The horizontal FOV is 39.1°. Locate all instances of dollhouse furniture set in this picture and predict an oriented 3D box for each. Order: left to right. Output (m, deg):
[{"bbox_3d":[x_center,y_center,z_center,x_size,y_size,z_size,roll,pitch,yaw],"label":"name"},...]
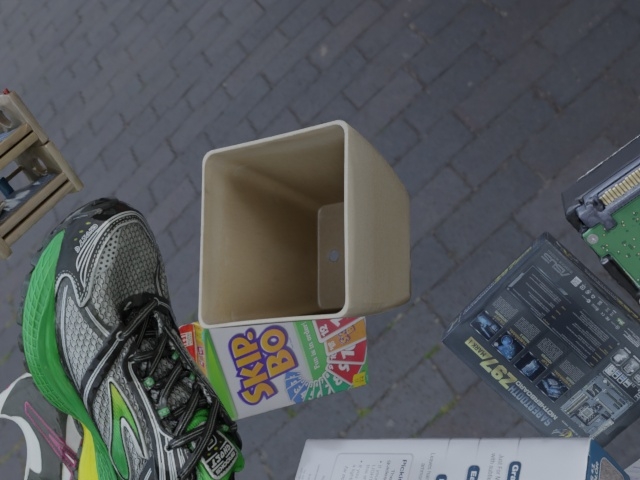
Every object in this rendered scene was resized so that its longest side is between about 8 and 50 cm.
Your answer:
[{"bbox_3d":[-0.382,-0.057,0.958,0.184,0.129,0.129,-10,31,39],"label":"dollhouse furniture set"}]

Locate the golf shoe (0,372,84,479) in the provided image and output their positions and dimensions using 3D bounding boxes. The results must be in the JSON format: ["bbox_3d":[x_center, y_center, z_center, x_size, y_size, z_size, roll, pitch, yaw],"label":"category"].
[{"bbox_3d":[-0.236,0.251,0.940,0.120,0.272,0.105,-25,-2,-10],"label":"golf shoe"}]

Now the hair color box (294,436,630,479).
[{"bbox_3d":[0.122,0.298,0.915,0.347,0.105,0.173,-11,50,39],"label":"hair color box"}]

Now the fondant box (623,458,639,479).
[{"bbox_3d":[0.531,0.414,1.276,0.330,0.238,0.096,-19,6,-37],"label":"fondant box"}]

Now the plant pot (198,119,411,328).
[{"bbox_3d":[0.000,0.000,0.547,0.109,0.096,0.108,-9,76,37],"label":"plant pot"}]

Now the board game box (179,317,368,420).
[{"bbox_3d":[-0.053,0.144,1.119,0.039,0.260,0.124,11,107,58],"label":"board game box"}]

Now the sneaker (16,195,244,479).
[{"bbox_3d":[-0.124,0.125,0.713,0.146,0.343,0.134,5,27,35],"label":"sneaker"}]

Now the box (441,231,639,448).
[{"bbox_3d":[0.293,0.133,1.091,0.183,0.233,0.059,-48,-3,18],"label":"box"}]

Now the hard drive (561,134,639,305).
[{"bbox_3d":[0.385,0.021,0.702,0.237,0.339,0.064,-39,17,24],"label":"hard drive"}]
